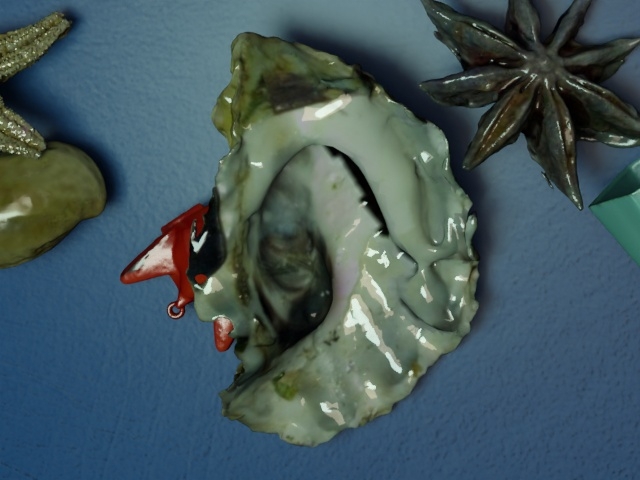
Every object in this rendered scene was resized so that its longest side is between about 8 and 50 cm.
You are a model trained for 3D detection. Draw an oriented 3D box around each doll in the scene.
[{"bbox_3d":[-0.075,-0.004,1.535,0.109,0.057,0.169,36,100,-1],"label":"doll"}]

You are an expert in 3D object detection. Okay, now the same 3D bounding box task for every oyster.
[{"bbox_3d":[0.000,0.000,1.481,0.237,0.115,0.351,-22,110,-9],"label":"oyster"}]

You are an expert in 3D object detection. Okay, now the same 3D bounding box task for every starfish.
[{"bbox_3d":[-0.319,-0.135,1.522,0.240,0.043,0.227,-32,66,-13],"label":"starfish"}]

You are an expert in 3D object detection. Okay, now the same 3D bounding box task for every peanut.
[{"bbox_3d":[-0.294,-0.034,1.543,0.236,0.110,0.120,-8,54,6],"label":"peanut"}]

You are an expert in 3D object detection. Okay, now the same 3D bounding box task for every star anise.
[{"bbox_3d":[0.165,-0.116,1.454,0.204,0.061,0.181,11,73,-8],"label":"star anise"}]

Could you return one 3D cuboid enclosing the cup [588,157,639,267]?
[{"bbox_3d":[0.331,0.027,1.433,0.134,0.148,0.236,-32,93,46],"label":"cup"}]
